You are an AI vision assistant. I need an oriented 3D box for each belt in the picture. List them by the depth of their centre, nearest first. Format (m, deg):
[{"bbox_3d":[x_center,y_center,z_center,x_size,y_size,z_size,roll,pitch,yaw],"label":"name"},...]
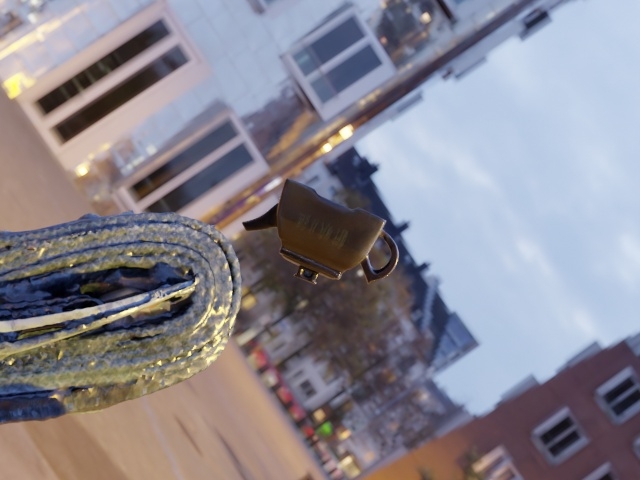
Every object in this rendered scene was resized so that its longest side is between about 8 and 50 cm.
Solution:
[{"bbox_3d":[-0.153,0.047,0.713,0.128,0.218,0.122,-14,-92,65],"label":"belt"}]

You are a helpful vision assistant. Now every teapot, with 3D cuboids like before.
[{"bbox_3d":[0.000,0.000,1.312,0.177,0.096,0.087,23,-3,1],"label":"teapot"}]
